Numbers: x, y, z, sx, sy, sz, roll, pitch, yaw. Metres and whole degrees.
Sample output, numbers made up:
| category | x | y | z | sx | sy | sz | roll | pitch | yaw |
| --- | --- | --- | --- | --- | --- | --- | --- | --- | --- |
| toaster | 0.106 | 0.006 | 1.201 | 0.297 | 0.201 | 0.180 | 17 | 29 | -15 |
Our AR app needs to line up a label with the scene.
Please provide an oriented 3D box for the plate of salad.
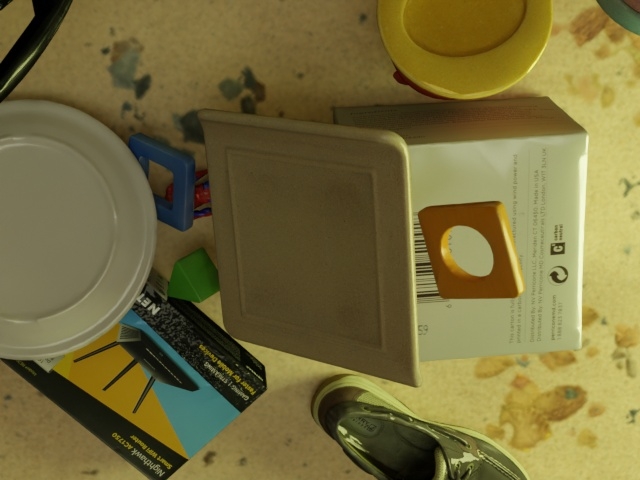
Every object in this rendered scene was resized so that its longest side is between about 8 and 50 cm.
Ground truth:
| category | x | y | z | sx | sy | sz | roll | pitch | yaw |
| --- | --- | --- | --- | --- | --- | --- | --- | --- | --- |
| plate of salad | -0.224 | -0.008 | 0.934 | 0.200 | 0.048 | 0.199 | 0 | 89 | -1 |

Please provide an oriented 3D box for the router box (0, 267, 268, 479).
| category | x | y | z | sx | sy | sz | roll | pitch | yaw |
| --- | --- | --- | --- | --- | --- | --- | --- | --- | --- |
| router box | -0.152 | 0.102 | 1.009 | 0.133 | 0.046 | 0.179 | -43 | 109 | 12 |

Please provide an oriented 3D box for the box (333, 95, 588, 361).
| category | x | y | z | sx | sy | sz | roll | pitch | yaw |
| --- | --- | --- | --- | --- | --- | --- | --- | --- | --- |
| box | 0.106 | -0.010 | 0.949 | 0.182 | 0.119 | 0.181 | -4 | 111 | -4 |

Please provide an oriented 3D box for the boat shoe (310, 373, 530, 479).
| category | x | y | z | sx | sy | sz | roll | pitch | yaw |
| --- | --- | --- | --- | --- | --- | --- | --- | --- | --- |
| boat shoe | 0.091 | 0.195 | 1.053 | 0.223 | 0.073 | 0.080 | 31 | 106 | -15 |

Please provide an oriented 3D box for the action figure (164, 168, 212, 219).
| category | x | y | z | sx | sy | sz | roll | pitch | yaw |
| --- | --- | --- | --- | --- | --- | --- | --- | --- | --- |
| action figure | -0.082 | -0.040 | 0.969 | 0.115 | 0.030 | 0.038 | -16 | 107 | 6 |

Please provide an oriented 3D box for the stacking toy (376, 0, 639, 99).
| category | x | y | z | sx | sy | sz | roll | pitch | yaw |
| --- | --- | --- | --- | --- | --- | --- | --- | --- | --- |
| stacking toy | 0.166 | -0.253 | 0.895 | 0.309 | 0.130 | 0.279 | -16 | 86 | -2 |

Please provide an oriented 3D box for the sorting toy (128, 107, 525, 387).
| category | x | y | z | sx | sy | sz | roll | pitch | yaw |
| --- | --- | --- | --- | --- | --- | --- | --- | --- | --- |
| sorting toy | 0.000 | 0.000 | 0.874 | 0.348 | 0.047 | 0.196 | 11 | 119 | 37 |

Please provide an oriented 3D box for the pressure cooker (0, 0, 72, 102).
| category | x | y | z | sx | sy | sz | roll | pitch | yaw |
| --- | --- | --- | --- | --- | --- | --- | --- | --- | --- |
| pressure cooker | -0.338 | -0.228 | 0.687 | 0.370 | 0.375 | 0.420 | -41 | 109 | 8 |
